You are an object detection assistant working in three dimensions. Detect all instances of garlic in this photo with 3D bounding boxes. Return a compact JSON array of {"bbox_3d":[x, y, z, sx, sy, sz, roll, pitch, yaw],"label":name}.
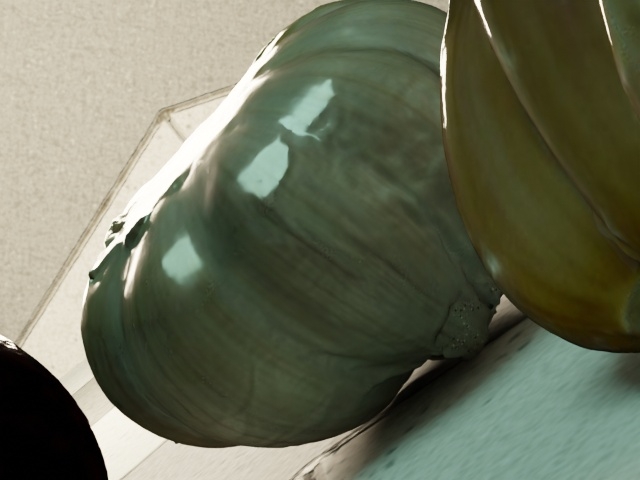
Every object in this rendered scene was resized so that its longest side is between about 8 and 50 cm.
[{"bbox_3d":[0.002,0.000,0.806,0.228,0.152,0.228,-44,18,19],"label":"garlic"},{"bbox_3d":[0.130,-0.064,0.547,0.160,0.191,0.214,-15,-11,-11],"label":"garlic"}]

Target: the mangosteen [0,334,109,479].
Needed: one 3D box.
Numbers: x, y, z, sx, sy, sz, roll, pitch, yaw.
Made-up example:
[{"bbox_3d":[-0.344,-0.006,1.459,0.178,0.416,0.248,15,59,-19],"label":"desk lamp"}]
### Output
[{"bbox_3d":[-0.189,0.128,0.805,0.210,0.210,0.210,-38,6,4],"label":"mangosteen"}]
